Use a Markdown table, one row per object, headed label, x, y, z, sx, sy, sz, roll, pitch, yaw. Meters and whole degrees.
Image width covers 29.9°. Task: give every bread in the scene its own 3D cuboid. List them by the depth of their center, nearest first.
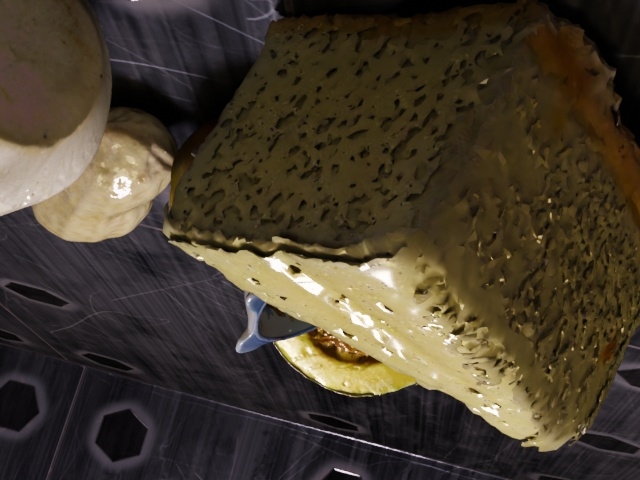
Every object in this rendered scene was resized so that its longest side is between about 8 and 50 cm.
| label | x | y | z | sx | sy | sz | roll | pitch | yaw |
| --- | --- | --- | --- | --- | --- | --- | --- | --- | --- |
| bread | 0.081 | -0.011 | 0.894 | 0.279 | 0.248 | 0.315 | 12 | 150 | 32 |

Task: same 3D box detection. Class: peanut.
| label | x | y | z | sx | sy | sz | roll | pitch | yaw |
| --- | --- | --- | --- | --- | --- | --- | --- | --- | --- |
| peanut | -0.216 | -0.066 | 1.224 | 0.123 | 0.124 | 0.256 | 24 | 158 | -24 |

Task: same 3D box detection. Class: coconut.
| label | x | y | z | sx | sy | sz | roll | pitch | yaw |
| --- | --- | --- | --- | --- | --- | --- | --- | --- | --- |
| coconut | -0.286 | -0.125 | 0.936 | 0.241 | 0.241 | 0.241 | 15 | 163 | 5 |

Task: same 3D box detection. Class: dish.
| label | x | y | z | sx | sy | sz | roll | pitch | yaw |
| --- | --- | --- | --- | --- | --- | --- | --- | --- | --- |
| dish | 0.000 | 0.000 | 1.178 | 0.086 | 0.236 | 0.228 | 54 | 161 | 20 |

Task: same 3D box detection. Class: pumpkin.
| label | x | y | z | sx | sy | sz | roll | pitch | yaw |
| --- | --- | --- | --- | --- | --- | --- | --- | --- | --- |
| pumpkin | 0.043 | 0.062 | 1.347 | 0.217 | 0.217 | 0.110 | 22 | -162 | -17 |

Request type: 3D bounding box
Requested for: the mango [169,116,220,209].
| label | x | y | z | sx | sy | sz | roll | pitch | yaw |
| --- | --- | --- | --- | --- | --- | --- | --- | --- | --- |
| mango | -0.069 | -0.060 | 1.088 | 0.133 | 0.111 | 0.267 | -19 | -179 | -30 |
